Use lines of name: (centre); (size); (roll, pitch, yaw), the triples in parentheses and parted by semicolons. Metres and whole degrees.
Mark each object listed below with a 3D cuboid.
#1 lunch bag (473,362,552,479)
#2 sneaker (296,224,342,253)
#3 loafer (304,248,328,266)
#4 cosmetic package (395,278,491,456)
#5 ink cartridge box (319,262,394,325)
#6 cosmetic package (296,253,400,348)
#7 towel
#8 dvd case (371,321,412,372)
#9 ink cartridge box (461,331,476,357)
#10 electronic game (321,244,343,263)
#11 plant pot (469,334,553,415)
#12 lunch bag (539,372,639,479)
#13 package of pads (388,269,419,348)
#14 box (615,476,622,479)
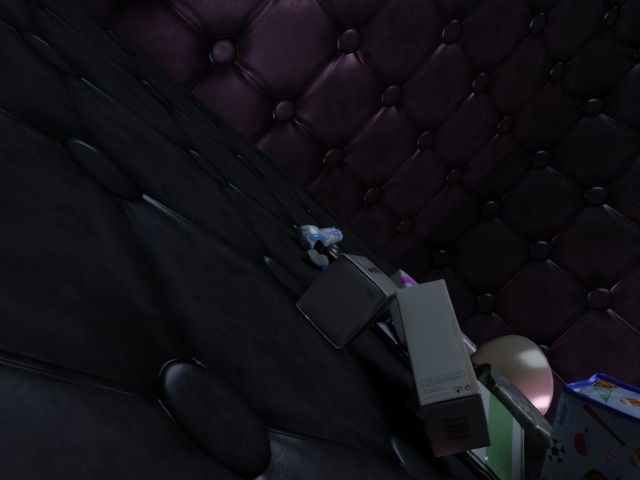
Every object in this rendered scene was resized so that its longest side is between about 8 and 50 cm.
lunch bag: (0.487, 0.468, 1.552); (0.235, 0.169, 0.287); (44, 12, 7)
sneaker: (0.000, 0.000, 1.842); (0.237, 0.085, 0.086); (2, 76, -61)
loafer: (-0.018, 0.056, 1.658); (0.125, 0.039, 0.045); (24, 54, -62)
cosmetic package: (0.234, 0.240, 1.150); (0.310, 0.113, 0.160); (-92, 166, -53)
ink cartridge box: (0.133, 0.162, 1.765); (0.332, 0.065, 0.165); (38, 10, -35)
cosmetic package: (0.071, 0.125, 1.277); (0.129, 0.153, 0.296); (44, 5, 11)
towel: (0.329, 0.391, 1.291); (0.325, 0.038, 0.248); (42, 32, -5)
dvd case: (0.248, 0.320, 1.617); (0.239, 0.029, 0.179); (46, 7, 18)
ink cartridge box: (0.448, 0.346, 2.211); (0.289, 0.121, 0.211); (46, 8, 13)
electronic game: (0.043, 0.040, 2.011); (0.229, 0.048, 0.229); (43, 8, -7)
plant pot: (0.565, 0.449, 1.876); (0.190, 0.284, 0.284); (3, 29, -27)
lunch bag: (0.668, 0.490, 1.158); (0.238, 0.328, 0.385); (-1, 13, -43)
package of pads: (0.302, 0.248, 1.687); (0.229, 0.101, 0.297); (42, 17, -25)
box: (0.479, 0.518, 1.048); (0.036, 0.207, 0.114); (49, 7, 14)
